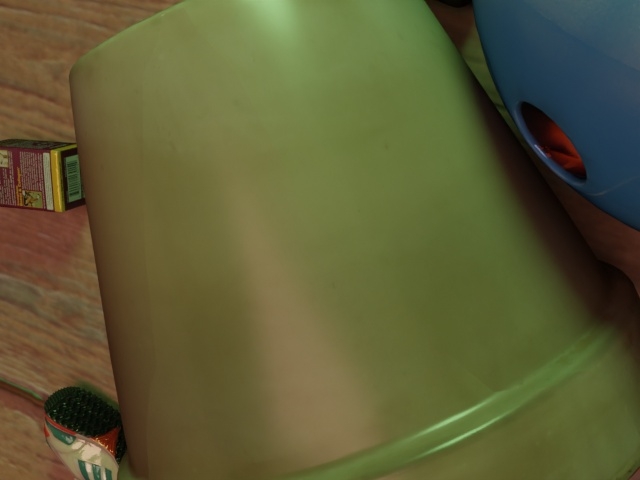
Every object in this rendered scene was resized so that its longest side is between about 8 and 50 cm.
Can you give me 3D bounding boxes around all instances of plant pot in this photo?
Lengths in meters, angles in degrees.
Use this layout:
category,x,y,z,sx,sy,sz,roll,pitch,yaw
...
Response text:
category,x,y,z,sx,sy,sz,roll,pitch,yaw
plant pot,0.000,0.000,0.512,0.323,0.323,0.280,-18,98,26

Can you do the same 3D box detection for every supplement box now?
category,x,y,z,sx,sy,sz,roll,pitch,yaw
supplement box,-0.246,-0.057,0.761,0.083,0.043,0.055,7,107,20

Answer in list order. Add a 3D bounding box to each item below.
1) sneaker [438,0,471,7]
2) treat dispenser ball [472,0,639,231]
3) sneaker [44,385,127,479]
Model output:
category,x,y,z,sx,sy,sz,roll,pitch,yaw
sneaker,0.045,-0.273,0.507,0.145,0.090,0.270,26,143,19
treat dispenser ball,0.216,-0.133,0.407,0.288,0.288,0.288,6,107,21
sneaker,-0.189,0.204,0.810,0.161,0.057,0.075,33,131,10
